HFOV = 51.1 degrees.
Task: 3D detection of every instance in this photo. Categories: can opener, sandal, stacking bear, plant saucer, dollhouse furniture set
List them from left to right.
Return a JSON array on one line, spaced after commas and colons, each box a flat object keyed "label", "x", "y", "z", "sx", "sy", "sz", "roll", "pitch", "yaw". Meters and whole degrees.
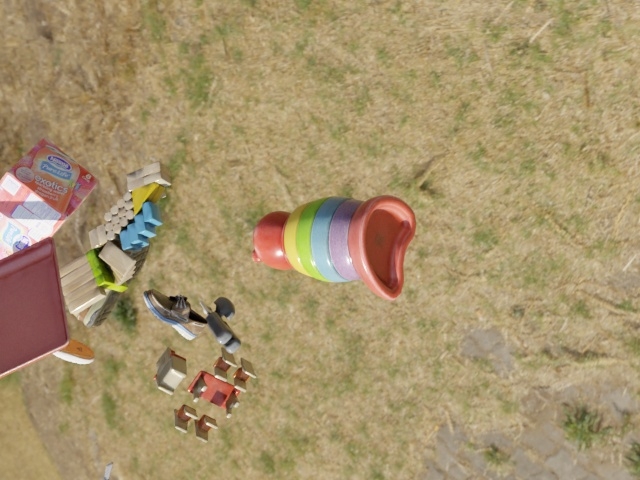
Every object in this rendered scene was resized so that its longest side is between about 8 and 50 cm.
[{"label": "plant saucer", "x": -0.596, "y": 0.150, "z": 1.269, "sx": 0.048, "sy": 0.259, "sz": 0.258, "roll": 63, "pitch": -179, "yaw": -55}, {"label": "sandal", "x": -0.614, "y": 0.193, "z": 1.480, "sx": 0.076, "sy": 0.265, "sz": 0.102, "roll": -60, "pitch": 31, "yaw": 7}, {"label": "dollhouse furniture set", "x": -0.366, "y": 0.433, "z": 2.030, "sx": 0.259, "sy": 0.135, "sz": 0.262, "roll": 34, "pitch": 97, "yaw": -24}, {"label": "can opener", "x": -0.271, "y": 0.220, "z": 1.876, "sx": 0.076, "sy": 0.095, "sz": 0.283, "roll": 51, "pitch": 171, "yaw": -24}, {"label": "stacking bear", "x": 0.000, "y": 0.000, "z": 1.213, "sx": 0.289, "sy": 0.164, "sz": 0.176, "roll": 0, "pitch": 66, "yaw": 38}]

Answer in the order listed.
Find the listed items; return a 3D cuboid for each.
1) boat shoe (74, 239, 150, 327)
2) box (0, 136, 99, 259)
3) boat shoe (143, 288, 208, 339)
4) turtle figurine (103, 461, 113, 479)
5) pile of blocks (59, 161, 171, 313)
[{"label": "boat shoe", "x": -0.652, "y": 0.108, "z": 2.056, "sx": 0.119, "sy": 0.324, "sz": 0.122, "roll": 30, "pitch": 165, "yaw": 7}, {"label": "box", "x": -0.651, "y": -0.070, "z": 1.507, "sx": 0.154, "sy": 0.142, "sz": 0.300, "roll": 40, "pitch": 132, "yaw": -16}, {"label": "boat shoe", "x": -0.331, "y": 0.157, "z": 1.541, "sx": 0.066, "sy": 0.183, "sz": 0.066, "roll": -35, "pitch": 44, "yaw": 8}, {"label": "turtle figurine", "x": -0.422, "y": 0.574, "z": 1.227, "sx": 0.197, "sy": 0.266, "sz": 0.275, "roll": 24, "pitch": 143, "yaw": 47}, {"label": "pile of blocks", "x": -0.410, "y": 0.005, "z": 1.444, "sx": 0.149, "sy": 0.112, "sz": 0.362, "roll": 37, "pitch": 92, "yaw": 23}]
